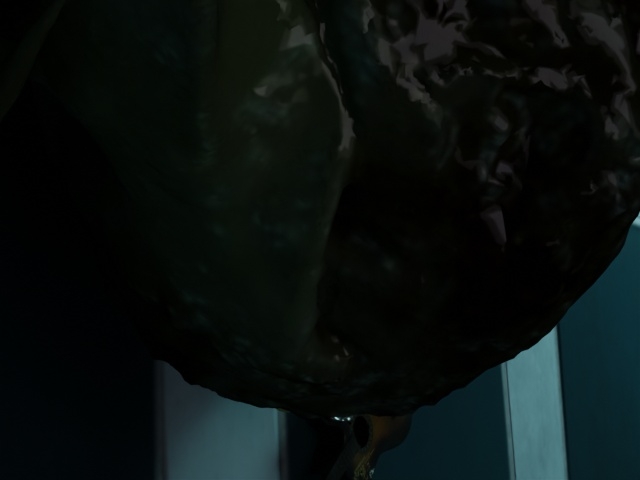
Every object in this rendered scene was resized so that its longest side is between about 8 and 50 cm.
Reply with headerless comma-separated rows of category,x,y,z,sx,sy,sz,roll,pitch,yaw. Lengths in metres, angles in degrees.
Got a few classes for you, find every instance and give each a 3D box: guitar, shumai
guitar,0.006,0.159,0.907,0.233,0.025,0.088,-52,126,-48
shumai,-0.043,-0.120,0.591,0.348,0.395,0.395,16,70,-57

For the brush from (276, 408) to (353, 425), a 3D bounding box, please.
brush,-0.002,-0.001,0.914,0.313,0.067,0.072,-81,159,-45
